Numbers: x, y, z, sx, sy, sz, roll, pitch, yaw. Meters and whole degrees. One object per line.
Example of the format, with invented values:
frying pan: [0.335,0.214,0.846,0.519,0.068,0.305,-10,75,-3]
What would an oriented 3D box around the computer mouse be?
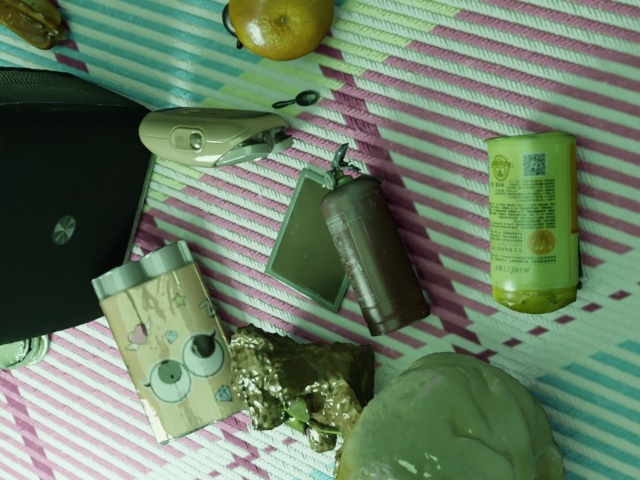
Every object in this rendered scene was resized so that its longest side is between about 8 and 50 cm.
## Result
computer mouse: [-0.162,-0.155,1.595,0.236,0.145,0.082,8,106,26]

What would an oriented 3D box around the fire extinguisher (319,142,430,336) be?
fire extinguisher: [0.069,-0.004,1.500,0.104,0.104,0.269,-21,90,30]

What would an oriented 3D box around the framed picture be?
framed picture: [0.000,0.000,1.601,0.142,0.011,0.183,28,109,23]

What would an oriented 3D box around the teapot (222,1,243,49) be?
teapot: [-0.113,-0.339,1.602,0.067,0.045,0.100,19,125,4]

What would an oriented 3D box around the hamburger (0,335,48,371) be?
hamburger: [-0.557,0.169,1.909,0.140,0.062,0.133,-10,90,32]

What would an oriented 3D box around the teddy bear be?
teddy bear: [-0.017,0.254,1.523,0.222,0.246,0.296,-20,57,12]

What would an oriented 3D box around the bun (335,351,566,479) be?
bun: [0.182,0.337,1.343,0.219,0.365,0.365,16,105,46]

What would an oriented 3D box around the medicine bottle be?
medicine bottle: [0.279,-0.022,1.381,0.124,0.124,0.239,0,97,30]

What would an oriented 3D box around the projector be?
projector: [-0.487,-0.059,1.641,0.242,0.405,0.395,26,108,24]

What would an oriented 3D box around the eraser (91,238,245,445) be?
eraser: [-0.235,0.163,1.695,0.171,0.087,0.291,-24,84,1]

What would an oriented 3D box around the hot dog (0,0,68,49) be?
hot dog: [-0.522,-0.404,1.815,0.235,0.062,0.092,37,128,15]

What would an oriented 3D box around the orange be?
orange: [-0.056,-0.337,1.516,0.154,0.134,0.155,0,122,0]

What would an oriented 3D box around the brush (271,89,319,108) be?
brush: [-0.039,-0.211,1.596,0.083,0.008,0.024,-8,96,30]
